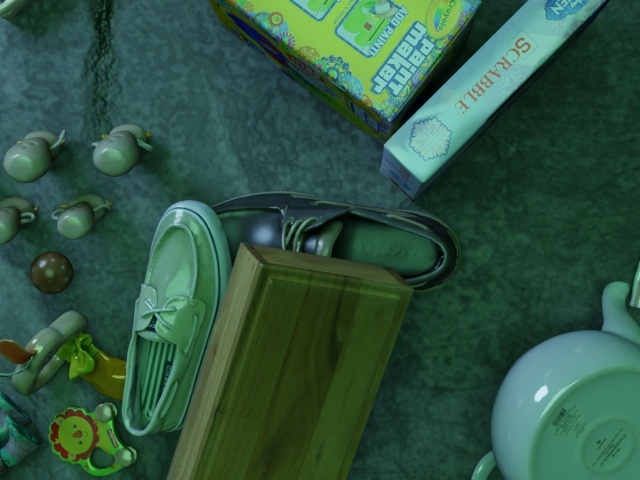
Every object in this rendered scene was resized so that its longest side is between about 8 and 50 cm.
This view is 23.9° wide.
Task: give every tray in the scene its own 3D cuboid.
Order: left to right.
[{"bbox_3d":[-0.051,0.217,1.799,0.203,0.076,0.411,10,107,-28],"label":"tray"}]

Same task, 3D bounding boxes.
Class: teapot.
[{"bbox_3d":[0.302,0.214,1.843,0.256,0.187,0.252,-16,114,-15],"label":"teapot"}]

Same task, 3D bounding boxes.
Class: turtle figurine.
[{"bbox_3d":[-0.459,0.304,1.894,0.234,0.118,0.175,-44,46,-2],"label":"turtle figurine"}]

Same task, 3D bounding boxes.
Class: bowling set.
[{"bbox_3d":[-0.356,-0.044,1.909,0.287,0.154,0.200,2,106,0],"label":"bowling set"}]

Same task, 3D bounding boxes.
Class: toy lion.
[{"bbox_3d":[-0.295,0.256,1.931,0.096,0.034,0.100,-26,87,7],"label":"toy lion"}]

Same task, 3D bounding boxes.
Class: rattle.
[{"bbox_3d":[-0.312,0.168,1.849,0.130,0.199,0.142,-36,87,0],"label":"rattle"}]

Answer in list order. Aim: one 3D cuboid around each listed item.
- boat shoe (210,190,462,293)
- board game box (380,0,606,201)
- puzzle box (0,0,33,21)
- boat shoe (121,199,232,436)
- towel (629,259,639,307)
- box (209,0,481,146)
[{"bbox_3d":[0.000,0.000,1.882,0.355,0.130,0.132,0,87,2],"label":"boat shoe"},{"bbox_3d":[0.204,-0.186,1.793,0.318,0.319,0.066,-45,87,0],"label":"board game box"},{"bbox_3d":[-0.339,-0.514,1.959,0.409,0.052,0.272,-40,87,-1],"label":"puzzle box"},{"bbox_3d":[-0.179,0.102,1.856,0.109,0.094,0.302,13,106,22],"label":"boat shoe"},{"bbox_3d":[0.503,0.039,1.916,0.197,0.029,0.144,15,87,3],"label":"towel"},{"bbox_3d":[0.025,-0.273,1.816,0.279,0.290,0.177,37,89,4],"label":"box"}]
